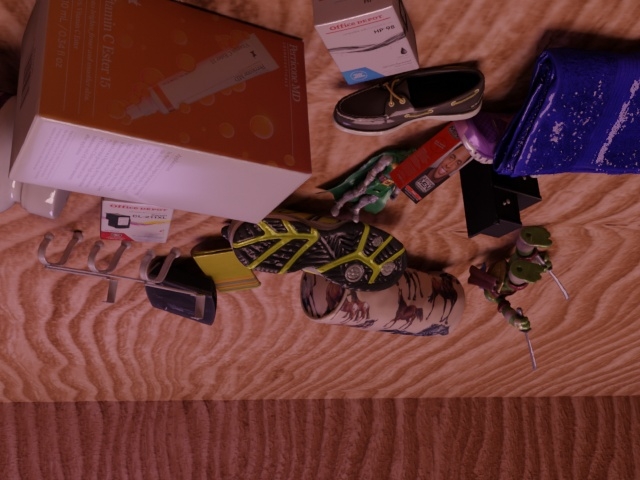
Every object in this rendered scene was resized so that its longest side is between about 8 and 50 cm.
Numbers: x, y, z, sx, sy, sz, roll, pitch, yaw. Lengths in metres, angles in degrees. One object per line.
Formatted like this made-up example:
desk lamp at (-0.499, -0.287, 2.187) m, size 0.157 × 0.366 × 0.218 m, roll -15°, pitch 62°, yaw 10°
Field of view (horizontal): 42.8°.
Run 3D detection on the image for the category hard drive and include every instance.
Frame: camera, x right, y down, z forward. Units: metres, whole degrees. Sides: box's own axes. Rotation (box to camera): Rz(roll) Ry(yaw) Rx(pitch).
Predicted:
hard drive at (-0.321, 0.126, 1.912) m, size 0.172 × 0.054 × 0.255 m, roll 18°, pitch 158°, yaw -1°

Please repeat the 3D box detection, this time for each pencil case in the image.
pencil case at (0.150, 0.119, 1.870) m, size 0.410 × 0.183 × 0.160 m, roll 12°, pitch 158°, yaw -38°

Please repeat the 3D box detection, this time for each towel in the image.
towel at (0.433, -0.179, 1.218) m, size 0.308 × 0.076 × 0.227 m, roll -4°, pitch 141°, yaw -17°
towel at (-0.205, 0.065, 1.818) m, size 0.102 × 0.021 × 0.237 m, roll -9°, pitch 157°, yaw 5°

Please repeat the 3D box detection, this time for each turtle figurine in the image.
turtle figurine at (0.485, 0.100, 1.854) m, size 0.198 × 0.275 × 0.266 m, roll -34°, pitch 158°, yaw -15°

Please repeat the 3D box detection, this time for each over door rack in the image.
over door rack at (-0.393, 0.061, 1.674) m, size 0.239 × 0.108 × 0.324 m, roll 9°, pitch 163°, yaw 14°

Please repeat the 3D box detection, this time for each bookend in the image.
bookend at (0.333, -0.074, 1.453) m, size 0.156 × 0.157 × 0.072 m, roll 13°, pitch 153°, yaw -32°

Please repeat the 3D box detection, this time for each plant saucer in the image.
plant saucer at (-0.205, 0.039, 1.816) m, size 0.168 × 0.029 × 0.168 m, roll -2°, pitch 157°, yaw -1°

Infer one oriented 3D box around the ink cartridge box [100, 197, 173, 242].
ink cartridge box at (-0.337, -0.063, 1.493) m, size 0.127 × 0.072 × 0.175 m, roll 4°, pitch 157°, yaw -14°

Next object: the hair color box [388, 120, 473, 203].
hair color box at (0.192, -0.130, 1.374) m, size 0.141 × 0.043 × 0.072 m, roll -40°, pitch 147°, yaw 12°

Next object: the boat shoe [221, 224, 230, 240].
boat shoe at (-0.147, -0.006, 1.702) m, size 0.040 × 0.049 × 0.142 m, roll 3°, pitch 164°, yaw 41°

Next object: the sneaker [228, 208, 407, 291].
sneaker at (0.000, 0.000, 1.630) m, size 0.384 × 0.145 × 0.147 m, roll 14°, pitch -165°, yaw -24°

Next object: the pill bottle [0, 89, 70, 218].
pill bottle at (-0.484, -0.132, 1.093) m, size 0.301 × 0.169 × 0.169 m, roll 18°, pitch 154°, yaw -8°

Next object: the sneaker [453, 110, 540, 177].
sneaker at (0.314, -0.175, 1.308) m, size 0.236 × 0.095 × 0.104 m, roll 9°, pitch 148°, yaw -38°

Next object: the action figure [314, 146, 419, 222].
action figure at (0.105, -0.106, 1.477) m, size 0.137 × 0.063 × 0.232 m, roll 13°, pitch 149°, yaw -27°

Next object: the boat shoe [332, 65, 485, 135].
boat shoe at (0.128, -0.212, 1.202) m, size 0.228 × 0.081 × 0.069 m, roll -10°, pitch 155°, yaw -3°

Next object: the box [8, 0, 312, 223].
box at (-0.203, -0.174, 1.061) m, size 0.345 × 0.215 × 0.168 m, roll 9°, pitch 154°, yaw -29°

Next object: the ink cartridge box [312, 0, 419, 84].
ink cartridge box at (0.054, -0.279, 1.045) m, size 0.104 × 0.060 × 0.180 m, roll -10°, pitch 156°, yaw 17°
